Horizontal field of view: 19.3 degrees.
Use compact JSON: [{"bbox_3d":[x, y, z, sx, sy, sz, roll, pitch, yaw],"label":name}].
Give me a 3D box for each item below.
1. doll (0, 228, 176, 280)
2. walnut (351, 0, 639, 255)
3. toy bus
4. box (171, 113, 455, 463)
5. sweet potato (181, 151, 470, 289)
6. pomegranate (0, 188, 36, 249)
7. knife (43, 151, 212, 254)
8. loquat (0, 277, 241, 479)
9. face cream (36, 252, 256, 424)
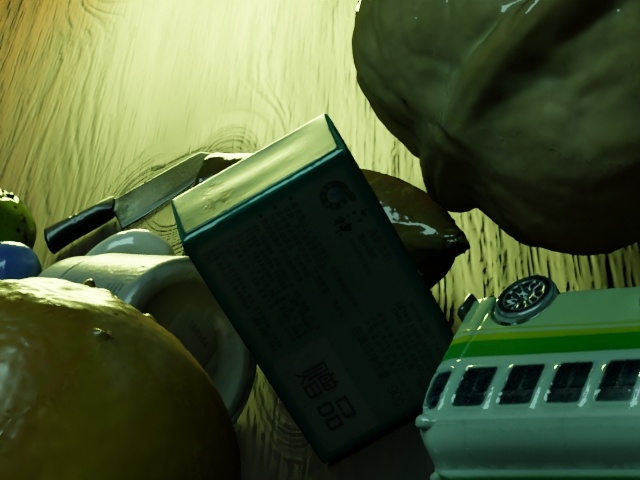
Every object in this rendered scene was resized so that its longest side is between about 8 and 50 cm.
[{"bbox_3d":[-0.367,0.114,1.850,0.366,0.187,0.376,8,31,42],"label":"doll"},{"bbox_3d":[0.218,-0.170,1.586,0.381,0.381,0.381,-24,28,14],"label":"walnut"},{"bbox_3d":[0.211,0.118,1.324,0.276,0.133,0.164,-6,36,41],"label":"toy bus"},{"bbox_3d":[0.004,0.040,1.539,0.153,0.245,0.092,-29,25,3],"label":"box"},{"bbox_3d":[0.000,0.000,1.721,0.370,0.157,0.158,7,45,36],"label":"sweet potato"},{"bbox_3d":[-0.389,0.006,2.155,0.142,0.114,0.114,-59,30,2],"label":"pomegranate"},{"bbox_3d":[-0.207,-0.043,2.133,0.230,0.028,0.060,-28,40,-1],"label":"knife"},{"bbox_3d":[-0.222,0.190,1.441,0.328,0.328,0.328,-24,28,14],"label":"loquat"},{"bbox_3d":[-0.165,0.100,1.681,0.153,0.177,0.177,-1,40,44],"label":"face cream"}]
